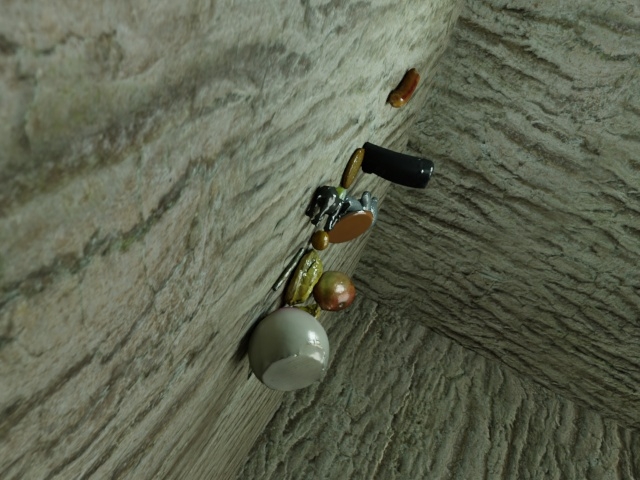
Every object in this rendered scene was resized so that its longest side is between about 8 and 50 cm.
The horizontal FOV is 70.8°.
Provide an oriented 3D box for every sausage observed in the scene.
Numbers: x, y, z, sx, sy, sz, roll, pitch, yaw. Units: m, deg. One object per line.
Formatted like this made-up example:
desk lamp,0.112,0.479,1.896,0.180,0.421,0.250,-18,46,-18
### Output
sausage,0.385,-0.690,2.077,0.102,0.076,0.302,92,24,-48

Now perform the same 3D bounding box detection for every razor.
razor,0.334,-0.330,2.011,0.189,0.327,0.107,85,26,-71

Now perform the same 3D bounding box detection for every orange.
orange,0.000,0.000,1.840,0.085,0.085,0.085,-60,169,-19

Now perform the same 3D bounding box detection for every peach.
peach,0.066,0.293,2.479,0.232,0.232,0.256,104,6,-50

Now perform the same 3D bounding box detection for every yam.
yam,-0.113,0.100,1.667,0.027,0.029,0.234,-16,-151,41

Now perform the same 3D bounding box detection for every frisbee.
frisbee,0.133,-0.059,2.082,0.251,0.021,0.250,-20,154,-10

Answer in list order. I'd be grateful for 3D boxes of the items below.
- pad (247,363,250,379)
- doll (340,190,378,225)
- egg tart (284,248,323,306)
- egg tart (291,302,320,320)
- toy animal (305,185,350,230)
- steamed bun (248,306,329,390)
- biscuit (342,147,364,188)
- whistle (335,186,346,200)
pad,-0.263,0.487,1.921,0.158,0.003,0.235,-55,167,-41
doll,0.152,-0.145,2.139,0.340,0.158,0.245,9,121,-50
egg tart,-0.061,0.166,1.894,0.278,0.095,0.279,-62,171,-17
egg tart,-0.118,0.368,1.914,0.295,0.116,0.295,-50,-176,5
toy animal,0.035,-0.109,1.633,0.146,0.115,0.245,-61,170,-11
steamed bun,-0.120,0.372,1.658,0.309,0.309,0.309,-60,169,-19
biscuit,0.137,-0.306,1.912,0.187,0.027,0.188,-62,170,-20
whistle,0.074,-0.156,1.878,0.104,0.057,0.198,-62,169,-8
